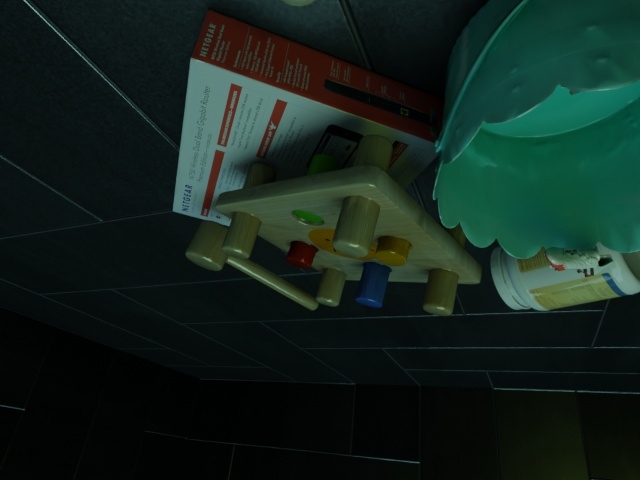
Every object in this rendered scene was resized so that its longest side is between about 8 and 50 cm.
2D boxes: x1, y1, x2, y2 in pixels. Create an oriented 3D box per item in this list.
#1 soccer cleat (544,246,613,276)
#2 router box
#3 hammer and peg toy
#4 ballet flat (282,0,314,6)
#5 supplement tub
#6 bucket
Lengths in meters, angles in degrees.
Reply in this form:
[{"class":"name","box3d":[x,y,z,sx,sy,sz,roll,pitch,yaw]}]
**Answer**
[{"class":"soccer cleat","box3d":[0.277,0.019,0.472,0.083,0.029,0.036,14,142,-22]},{"class":"router box","box3d":[-0.043,-0.112,0.629,0.301,0.082,0.335,15,151,-15]},{"class":"hammer and peg toy","box3d":[0.000,0.000,0.593,0.361,0.128,0.266,-4,152,44]},{"class":"ballet flat","box3d":[-0.046,-0.274,0.327,0.086,0.086,0.248,1,152,12]},{"class":"supplement tub","box3d":[0.411,0.038,0.742,0.144,0.145,0.199,26,147,-32]},{"class":"bucket","box3d":[0.253,-0.119,0.443,0.280,0.183,0.281,5,152,3]}]
